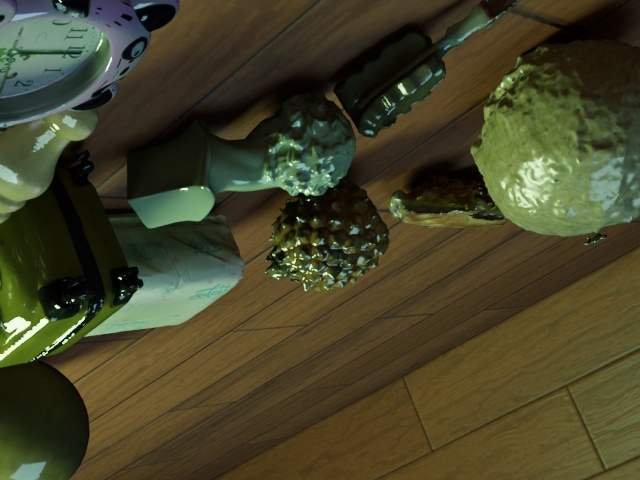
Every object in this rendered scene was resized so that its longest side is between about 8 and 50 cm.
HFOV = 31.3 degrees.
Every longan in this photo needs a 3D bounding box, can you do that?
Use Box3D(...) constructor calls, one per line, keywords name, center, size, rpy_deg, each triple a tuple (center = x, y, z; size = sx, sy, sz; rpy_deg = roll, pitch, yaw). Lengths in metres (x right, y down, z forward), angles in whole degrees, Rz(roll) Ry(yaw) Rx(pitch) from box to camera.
Box3D(name="longan", center=(-0.508, 0.312, 1.883), size=(0.258, 0.258, 0.258), rpy_deg=(-20, 163, -7))

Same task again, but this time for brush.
Box3D(name="brush", center=(0.150, -0.233, 1.341), size=(0.301, 0.084, 0.071), rpy_deg=(-36, 158, 21))

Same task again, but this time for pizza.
Box3D(name="pizza", center=(0.222, -0.068, 1.902), size=(0.161, 0.085, 0.305), rpy_deg=(-8, 173, 38))

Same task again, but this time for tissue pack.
Box3D(name="tissue pack", center=(-0.268, 0.050, 1.593), size=(0.271, 0.124, 0.201), rpy_deg=(-5, 159, -46))

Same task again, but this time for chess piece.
Box3D(name="chess piece", center=(-0.356, -0.061, 1.181), size=(0.307, 0.124, 0.138), rpy_deg=(-30, 118, 14))

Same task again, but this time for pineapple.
Box3D(name="pineapple", center=(0.000, 0.000, 1.707), size=(0.193, 0.166, 0.166), rpy_deg=(-33, 164, -9))

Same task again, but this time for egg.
Box3D(name="egg", center=(0.354, -0.140, 1.563), size=(0.310, 0.279, 0.279), rpy_deg=(-32, 160, 33))

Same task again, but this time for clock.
Box3D(name="clock", center=(-0.261, -0.175, 0.983), size=(0.248, 0.090, 0.227), rpy_deg=(-9, 159, -41))

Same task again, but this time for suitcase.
Box3D(name="suitcase", center=(-0.335, 0.029, 1.319), size=(0.143, 0.193, 0.235), rpy_deg=(-12, 163, -47))

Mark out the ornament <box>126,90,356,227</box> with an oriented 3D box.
Box3D(name="ornament", center=(-0.094, -0.092, 1.367), size=(0.285, 0.130, 0.120), rpy_deg=(-19, 150, -9))
